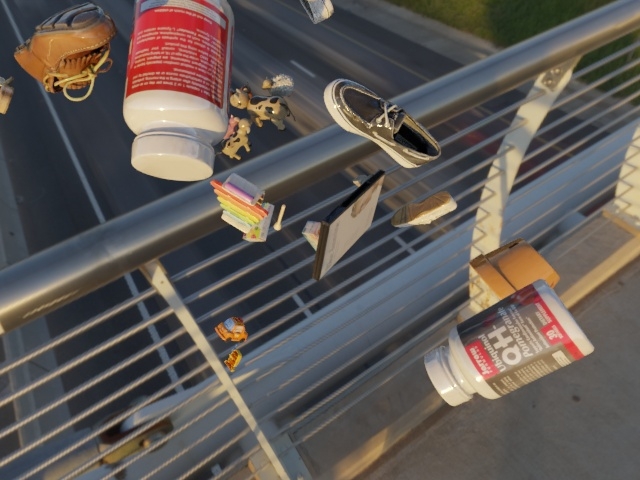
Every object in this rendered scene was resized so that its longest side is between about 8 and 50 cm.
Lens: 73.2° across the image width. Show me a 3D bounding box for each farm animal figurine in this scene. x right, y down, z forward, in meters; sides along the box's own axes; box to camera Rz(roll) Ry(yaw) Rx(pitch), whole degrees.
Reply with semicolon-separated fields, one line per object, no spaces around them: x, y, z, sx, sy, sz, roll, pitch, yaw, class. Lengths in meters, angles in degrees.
-0.266;-0.495;1.671;0.327;0.172;0.330;-5;72;12;farm animal figurine

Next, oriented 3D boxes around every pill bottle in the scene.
-0.322;-0.357;0.991;0.229;0.229;0.407;0;79;7;pill bottle
0.400;0.237;0.954;0.318;0.176;0.176;-37;46;20;pill bottle

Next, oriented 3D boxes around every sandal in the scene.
-0.793;-0.365;1.034;0.240;0.079;0.088;34;99;47;sandal

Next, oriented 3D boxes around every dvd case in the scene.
0.067;-0.039;1.002;0.022;0.180;0.253;30;48;19;dvd case

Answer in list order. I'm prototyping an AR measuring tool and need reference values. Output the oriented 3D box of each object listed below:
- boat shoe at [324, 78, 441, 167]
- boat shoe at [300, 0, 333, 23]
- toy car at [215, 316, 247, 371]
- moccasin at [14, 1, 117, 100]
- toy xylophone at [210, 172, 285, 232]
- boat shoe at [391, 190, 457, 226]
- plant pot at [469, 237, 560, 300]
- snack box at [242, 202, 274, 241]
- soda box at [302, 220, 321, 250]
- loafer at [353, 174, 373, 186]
0.148;-0.267;0.973;0.108;0.301;0.102;-62;22;-13;boat shoe
-0.066;-0.861;1.459;0.088;0.267;0.096;-37;12;-6;boat shoe
-0.133;0.167;0.717;0.040;0.060;0.122;-59;34;9;toy car
-0.519;-0.379;0.898;0.380;0.147;0.139;0;43;40;moccasin
-0.239;-0.111;1.450;0.236;0.322;0.081;28;70;5;toy xylophone
0.416;-0.104;1.738;0.277;0.096;0.098;-21;48;40;boat shoe
0.726;0.127;1.591;0.203;0.291;0.291;-43;49;14;plant pot
-0.232;-0.068;1.609;0.100;0.037;0.141;1;72;43;snack box
0.000;0.000;1.665;0.063;0.183;0.058;10;62;32;soda box
0.133;-0.159;1.215;0.045;0.039;0.125;-37;21;-7;loafer
